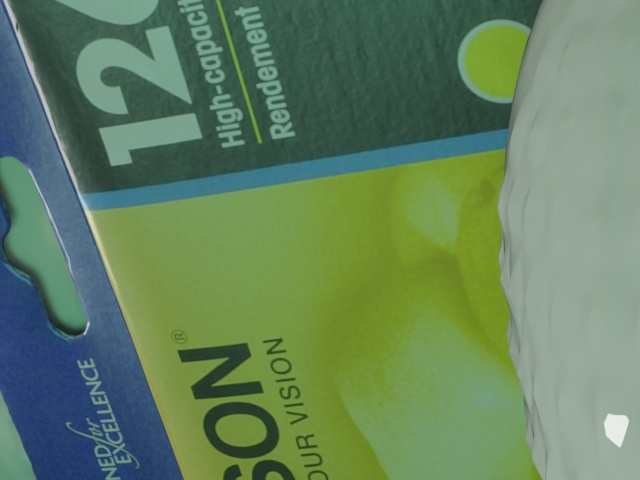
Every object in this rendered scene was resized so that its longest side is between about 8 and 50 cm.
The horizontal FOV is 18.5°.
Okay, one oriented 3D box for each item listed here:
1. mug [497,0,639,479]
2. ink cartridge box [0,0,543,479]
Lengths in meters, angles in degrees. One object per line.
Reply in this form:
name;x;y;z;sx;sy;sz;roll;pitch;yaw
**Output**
mug;0.226;0.043;0.449;0.374;0.328;0.276;5;126;-28
ink cartridge box;0.000;0.000;0.662;0.307;0.072;0.303;-10;118;15
